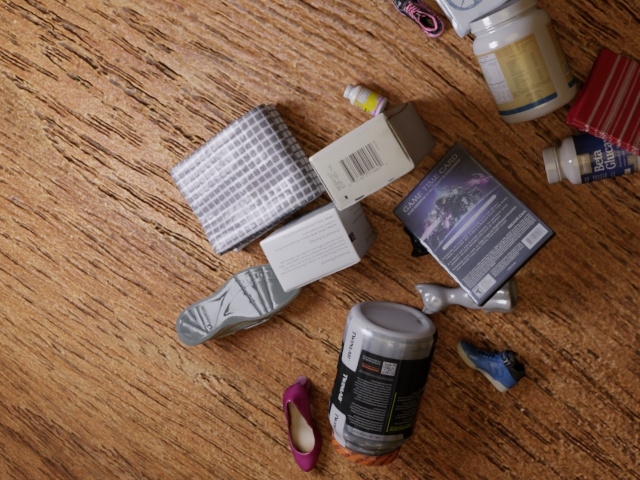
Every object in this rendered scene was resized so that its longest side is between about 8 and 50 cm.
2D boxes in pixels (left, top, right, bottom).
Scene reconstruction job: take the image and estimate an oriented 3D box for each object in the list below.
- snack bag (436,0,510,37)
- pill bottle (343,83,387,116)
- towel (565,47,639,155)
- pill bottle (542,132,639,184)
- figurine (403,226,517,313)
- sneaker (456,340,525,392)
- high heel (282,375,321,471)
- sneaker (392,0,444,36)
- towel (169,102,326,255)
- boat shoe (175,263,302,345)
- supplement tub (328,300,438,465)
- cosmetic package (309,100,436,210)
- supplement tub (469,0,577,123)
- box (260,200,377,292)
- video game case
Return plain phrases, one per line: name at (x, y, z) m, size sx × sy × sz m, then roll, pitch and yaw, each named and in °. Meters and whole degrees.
snack bag at (0.290, -0.608, 1.316) m, size 0.323 × 0.037 × 0.342 m, roll -37°, pitch 93°, yaw 20°
pill bottle at (0.090, -0.287, 1.454) m, size 0.083 × 0.043 × 0.043 m, roll 29°, pitch 110°, yaw 7°
towel at (0.593, -0.220, 1.280) m, size 0.275 × 0.031 × 0.199 m, roll 28°, pitch 66°, yaw 7°
pill bottle at (0.508, -0.157, 1.345) m, size 0.169 × 0.094 × 0.094 m, roll -12°, pitch 101°, yaw 18°
figurine at (0.286, 0.057, 1.479) m, size 0.209 × 0.092 × 0.214 m, roll -5°, pitch 104°, yaw 25°
sneaker at (0.365, 0.247, 1.512) m, size 0.152 × 0.058 × 0.084 m, roll 42°, pitch 117°, yaw -3°
high heel at (-0.048, 0.443, 1.650) m, size 0.082 × 0.117 × 0.244 m, roll 6°, pitch 106°, yaw 14°
sneaker at (0.187, -0.439, 1.380) m, size 0.119 × 0.057 × 0.047 m, roll 39°, pitch 113°, yaw 4°
towel at (-0.163, -0.123, 1.529) m, size 0.284 × 0.121 × 0.235 m, roll -32°, pitch 93°, yaw 21°
boat shoe at (-0.176, 0.146, 1.627) m, size 0.320 × 0.103 × 0.118 m, roll -30°, pitch 76°, yaw 15°
supplement tub at (0.125, 0.303, 1.524) m, size 0.194 × 0.193 × 0.316 m, roll 14°, pitch 107°, yaw 11°
cosmetic package at (0.108, -0.167, 1.341) m, size 0.160 × 0.309 × 0.113 m, roll -30°, pitch 96°, yaw 20°
supplement tub at (0.365, -0.329, 1.302) m, size 0.144 × 0.144 × 0.199 m, roll -22°, pitch 105°, yaw 20°
box at (0.000, 0.000, 1.483) m, size 0.182 × 0.181 × 0.119 m, roll -24°, pitch 98°, yaw 20°
video game case at (0.290, -0.036, 1.397) m, size 0.196 × 0.026 × 0.274 m, roll -48°, pitch 58°, yaw 14°
